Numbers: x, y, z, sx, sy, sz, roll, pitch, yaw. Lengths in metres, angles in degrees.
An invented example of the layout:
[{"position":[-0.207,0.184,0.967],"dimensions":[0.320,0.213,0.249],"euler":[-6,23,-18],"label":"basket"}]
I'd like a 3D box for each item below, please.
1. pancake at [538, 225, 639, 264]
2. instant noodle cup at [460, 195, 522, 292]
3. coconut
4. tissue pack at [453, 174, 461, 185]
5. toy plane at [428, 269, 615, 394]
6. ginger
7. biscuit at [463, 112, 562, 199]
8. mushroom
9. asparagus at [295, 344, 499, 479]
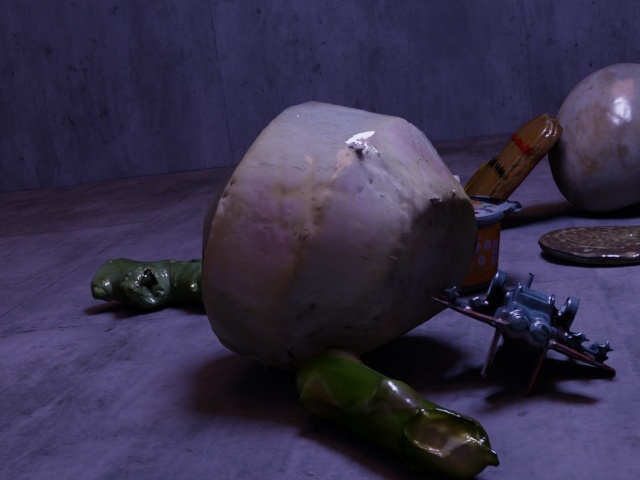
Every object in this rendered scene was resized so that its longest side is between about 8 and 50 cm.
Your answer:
[{"position":[0.478,0.000,1.814],"dimensions":[0.250,0.031,0.250],"euler":[-7,11,1],"label":"pancake"},{"position":[0.204,0.009,1.700],"dimensions":[0.208,0.125,0.177],"euler":[0,14,19],"label":"instant noodle cup"},{"position":[0.000,0.000,1.374],"dimensions":[0.352,0.352,0.352],"euler":[-7,11,1],"label":"coconut"},{"position":[0.155,-0.019,1.832],"dimensions":[0.092,0.148,0.196],"euler":[-3,11,43],"label":"tissue pack"},{"position":[0.239,0.091,1.320],"dimensions":[0.223,0.104,0.326],"euler":[21,11,6],"label":"toy plane"},{"position":[-0.252,0.072,1.834],"dimensions":[0.290,0.089,0.137],"euler":[1,-5,20],"label":"ginger"},{"position":[0.357,-0.148,2.163],"dimensions":[0.277,0.052,0.262],"euler":[-51,6,20],"label":"biscuit"},{"position":[0.593,-0.182,2.126],"dimensions":[0.290,0.297,0.297],"euler":[18,4,-16],"label":"mushroom"},{"position":[0.060,0.170,1.114],"dimensions":[0.085,0.082,0.343],"euler":[27,-3,-24],"label":"asparagus"}]
